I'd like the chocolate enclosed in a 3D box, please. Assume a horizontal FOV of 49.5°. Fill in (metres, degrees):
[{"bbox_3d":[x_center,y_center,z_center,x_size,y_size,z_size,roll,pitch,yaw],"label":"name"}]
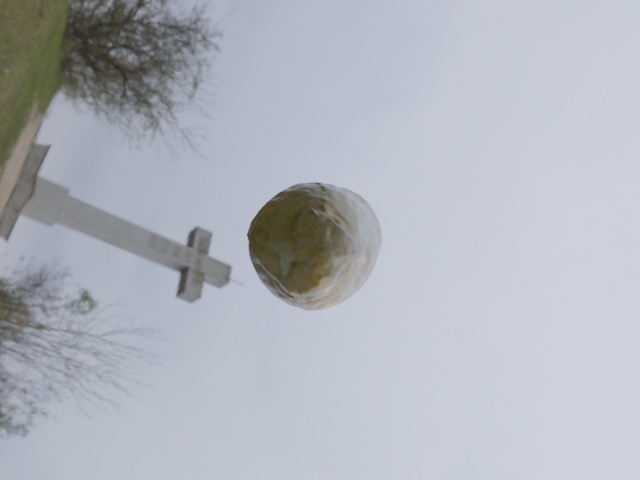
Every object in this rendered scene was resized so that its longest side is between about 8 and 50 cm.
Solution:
[{"bbox_3d":[0.000,0.000,0.762,0.134,0.134,0.309,-58,178,8],"label":"chocolate"}]
